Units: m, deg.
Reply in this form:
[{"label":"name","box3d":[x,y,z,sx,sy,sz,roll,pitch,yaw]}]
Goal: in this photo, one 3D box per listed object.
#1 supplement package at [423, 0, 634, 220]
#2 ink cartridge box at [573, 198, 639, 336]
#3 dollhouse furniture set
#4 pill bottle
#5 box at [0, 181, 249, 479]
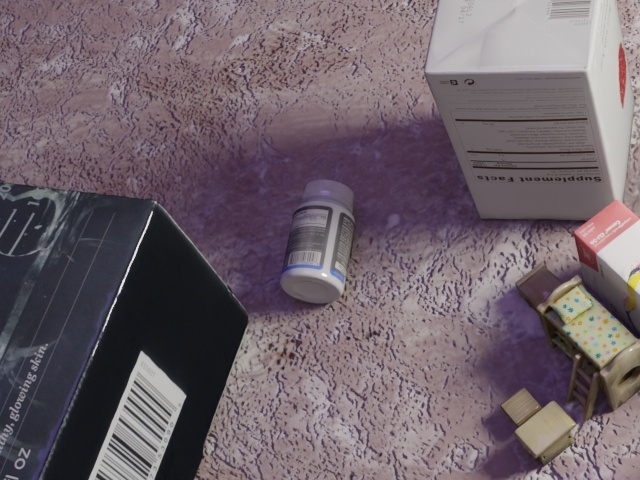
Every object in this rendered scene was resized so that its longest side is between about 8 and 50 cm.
[{"label":"supplement package","box3d":[0.245,-0.170,1.418,0.175,0.293,0.177,2,61,21]},{"label":"ink cartridge box","box3d":[0.361,0.062,1.343,0.067,0.115,0.198,-37,54,-6]},{"label":"dollhouse furniture set","box3d":[0.233,0.117,1.365,0.161,0.101,0.182,-38,55,-5]},{"label":"pill bottle","box3d":[0.000,0.000,1.536,0.078,0.078,0.137,0,60,20]},{"label":"box","box3d":[-0.405,0.198,1.434,0.471,0.297,0.480,6,62,25]}]
